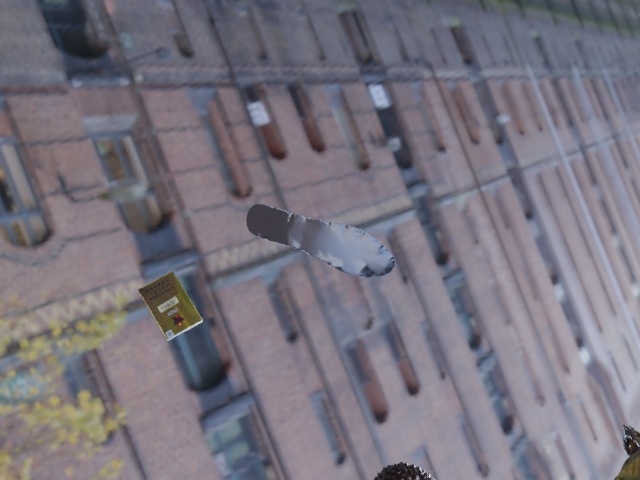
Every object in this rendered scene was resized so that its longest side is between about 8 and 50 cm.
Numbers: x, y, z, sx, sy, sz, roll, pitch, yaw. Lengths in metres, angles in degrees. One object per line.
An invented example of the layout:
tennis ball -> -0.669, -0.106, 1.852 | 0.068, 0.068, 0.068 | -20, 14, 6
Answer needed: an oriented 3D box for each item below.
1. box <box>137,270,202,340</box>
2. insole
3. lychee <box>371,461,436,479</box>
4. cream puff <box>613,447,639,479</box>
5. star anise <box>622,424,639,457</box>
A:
box -> -0.332, 0.144, 2.616 | 0.090, 0.133, 0.023 | -31, 171, -13
insole -> 0.000, 0.000, 2.451 | 0.322, 0.109, 0.007 | 18, -153, 5
lychee -> 0.169, 0.535, 2.377 | 0.188, 0.188, 0.188 | -22, 179, 0
cream puff -> 0.574, 0.354, 1.646 | 0.324, 0.291, 0.257 | -45, -141, -11
star anise -> 0.544, 0.371, 1.955 | 0.056, 0.124, 0.129 | -27, 141, 37
